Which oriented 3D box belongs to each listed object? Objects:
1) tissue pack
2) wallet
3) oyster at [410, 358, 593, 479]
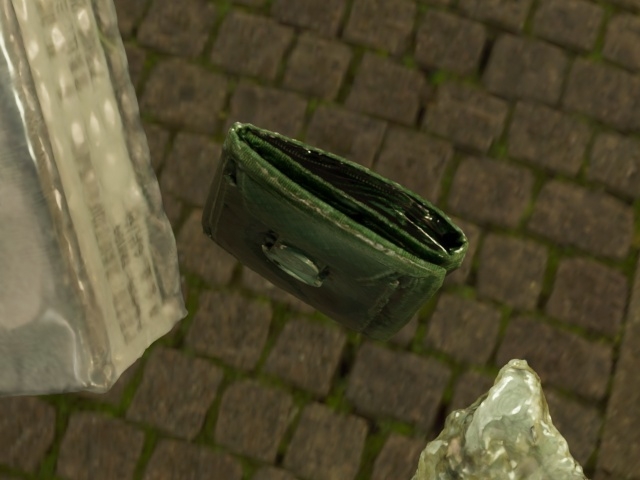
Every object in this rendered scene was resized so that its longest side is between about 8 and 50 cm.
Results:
[{"bbox_3d":[-0.248,-0.116,0.841,0.288,0.394,0.124,-2,22,23],"label":"tissue pack"},{"bbox_3d":[-0.001,0.002,1.096,0.160,0.236,0.055,30,73,0],"label":"wallet"},{"bbox_3d":[0.079,0.147,0.726,0.125,0.064,0.177,-24,87,22],"label":"oyster"}]
